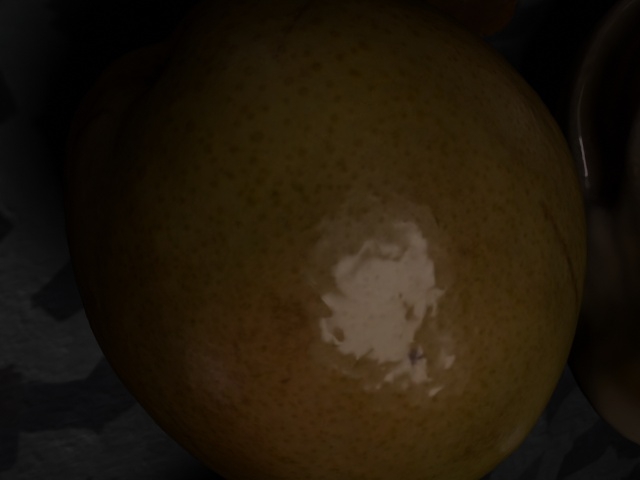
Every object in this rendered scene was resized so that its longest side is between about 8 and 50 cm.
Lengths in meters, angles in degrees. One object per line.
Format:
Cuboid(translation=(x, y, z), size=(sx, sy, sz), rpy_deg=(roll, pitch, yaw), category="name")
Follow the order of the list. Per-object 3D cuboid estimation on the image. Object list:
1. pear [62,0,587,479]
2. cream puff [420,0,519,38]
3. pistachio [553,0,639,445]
Cuboid(translation=(0.000, 0.000, 0.914), size=(0.314, 0.314, 0.314), rpy_deg=(-18, 129, -24), category="pear")
Cuboid(translation=(0.074, -0.174, 0.995), size=(0.116, 0.094, 0.122), rpy_deg=(-3, 144, -30), category="cream puff")
Cuboid(translation=(0.327, -0.053, 1.142), size=(0.365, 0.281, 0.446), rpy_deg=(35, 83, -36), category="pistachio")
